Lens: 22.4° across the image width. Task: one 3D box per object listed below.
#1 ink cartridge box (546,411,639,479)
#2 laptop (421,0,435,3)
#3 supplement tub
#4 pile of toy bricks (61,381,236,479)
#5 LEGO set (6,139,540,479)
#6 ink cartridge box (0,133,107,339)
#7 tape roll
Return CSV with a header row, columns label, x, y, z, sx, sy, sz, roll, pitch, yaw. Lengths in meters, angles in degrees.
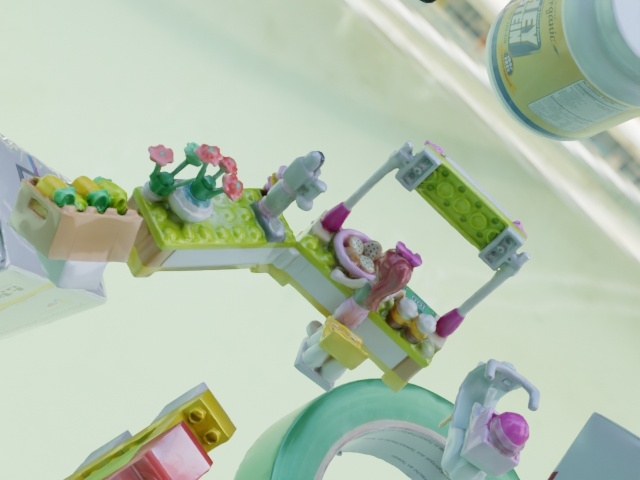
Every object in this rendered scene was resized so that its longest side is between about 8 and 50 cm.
label,x,y,z,sx,sy,sz,roll,pitch,yaw
ink cartridge box,0.268,0.245,1.304,0.127,0.128,0.176,31,-5,46
laptop,0.043,-0.393,1.018,0.236,0.382,0.408,30,6,8
supplement tub,0.245,-0.172,1.381,0.144,0.144,0.200,43,-22,-10
pile of toy bricks,-0.100,0.144,0.488,0.118,0.212,0.105,55,17,-5
LEGO set,0.000,0.000,0.787,0.287,0.107,0.132,30,36,-23
ink cartridge box,-0.325,0.015,1.317,0.306,0.226,0.131,44,27,-81
tape roll,0.065,0.287,1.469,0.321,0.077,0.321,18,56,-30
